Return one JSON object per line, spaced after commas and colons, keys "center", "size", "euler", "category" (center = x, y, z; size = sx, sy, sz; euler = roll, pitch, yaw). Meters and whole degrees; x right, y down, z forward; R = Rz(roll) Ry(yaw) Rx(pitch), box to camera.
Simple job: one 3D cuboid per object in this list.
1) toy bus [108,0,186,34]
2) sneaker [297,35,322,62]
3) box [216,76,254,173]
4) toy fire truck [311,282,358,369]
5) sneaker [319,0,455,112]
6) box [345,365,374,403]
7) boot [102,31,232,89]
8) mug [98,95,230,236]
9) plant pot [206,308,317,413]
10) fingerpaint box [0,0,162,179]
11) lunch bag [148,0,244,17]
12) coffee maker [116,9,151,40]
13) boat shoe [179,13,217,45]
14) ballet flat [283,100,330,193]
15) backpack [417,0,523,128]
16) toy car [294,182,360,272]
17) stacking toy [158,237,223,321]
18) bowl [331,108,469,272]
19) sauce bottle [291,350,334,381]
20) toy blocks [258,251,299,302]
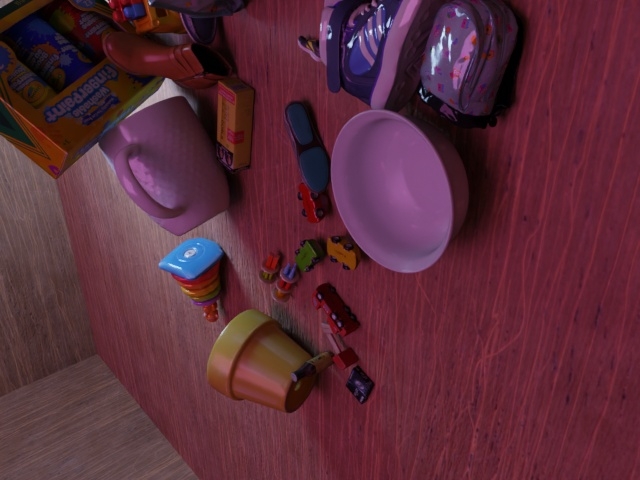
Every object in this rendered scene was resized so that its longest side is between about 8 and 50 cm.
{"center": [-0.433, -0.632, 1.528], "size": [0.149, 0.211, 0.220], "euler": [9, 114, 53], "category": "toy bus"}
{"center": [-0.013, -0.405, 1.255], "size": [0.083, 0.031, 0.035], "euler": [46, 127, 21], "category": "sneaker"}
{"center": [-0.223, -0.296, 1.568], "size": [0.087, 0.058, 0.232], "euler": [42, 138, 33], "category": "box"}
{"center": [0.036, 0.216, 1.521], "size": [0.192, 0.047, 0.135], "euler": [53, 144, 21], "category": "toy fire truck"}
{"center": [0.088, -0.390, 1.030], "size": [0.236, 0.130, 0.323], "euler": [47, 147, 20], "category": "sneaker"}
{"center": [0.100, 0.370, 1.547], "size": [0.067, 0.018, 0.083], "euler": [46, 140, 28], "category": "box"}
{"center": [-0.380, -0.456, 1.517], "size": [0.220, 0.283, 0.109], "euler": [9, 78, 52], "category": "boot"}
{"center": [-0.421, -0.179, 1.645], "size": [0.276, 0.374, 0.328], "euler": [-29, 97, 19], "category": "mug"}
{"center": [-0.148, 0.355, 1.695], "size": [0.239, 0.254, 0.254], "euler": [24, 128, 27], "category": "plant pot"}
{"center": [-0.674, -0.446, 1.584], "size": [0.371, 0.445, 0.163], "euler": [42, 143, -11], "category": "fingerpaint box"}
{"center": [-0.275, -0.610, 1.300], "size": [0.160, 0.262, 0.223], "euler": [-16, 94, 26], "category": "lunch bag"}
{"center": [-0.592, -0.603, 1.864], "size": [0.178, 0.120, 0.171], "euler": [50, 167, 26], "category": "coffee maker"}
{"center": [-0.291, -0.604, 1.460], "size": [0.079, 0.095, 0.254], "euler": [23, 118, 59], "category": "boat shoe"}
{"center": [-0.031, -0.210, 1.367], "size": [0.068, 0.072, 0.213], "euler": [-156, 48, -80], "category": "ballet flat"}
{"center": [0.226, -0.277, 0.925], "size": [0.152, 0.115, 0.182], "euler": [45, 137, 33], "category": "backpack"}
{"center": [0.000, 0.000, 1.442], "size": [0.239, 0.053, 0.225], "euler": [57, 145, 16], "category": "toy car"}
{"center": [-0.386, 0.156, 1.989], "size": [0.175, 0.166, 0.302], "euler": [17, 135, 33], "category": "stacking toy"}
{"center": [0.162, -0.101, 1.094], "size": [0.298, 0.134, 0.298], "euler": [30, 131, 41], "category": "bowl"}
{"center": [-0.019, 0.332, 1.591], "size": [0.042, 0.128, 0.042], "euler": [27, 128, 42], "category": "sauce bottle"}
{"center": [-0.111, 0.083, 1.637], "size": [0.123, 0.054, 0.148], "euler": [51, 142, 22], "category": "toy blocks"}
